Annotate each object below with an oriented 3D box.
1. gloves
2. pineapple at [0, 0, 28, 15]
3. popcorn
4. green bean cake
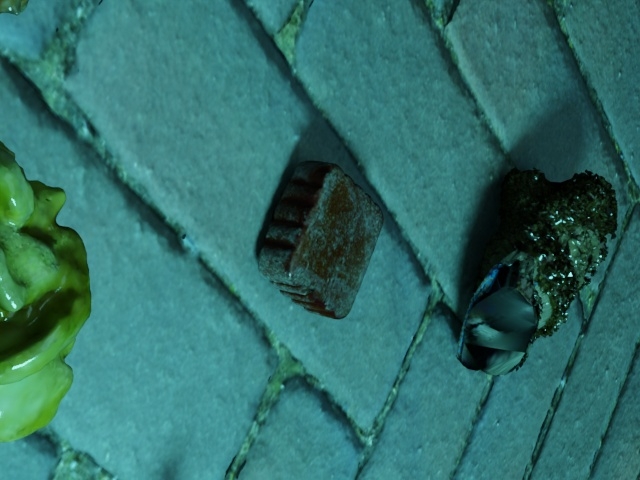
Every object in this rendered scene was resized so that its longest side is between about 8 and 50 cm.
[{"bbox_3d":[0.278,0.025,1.616,0.312,0.135,0.210,-38,128,-44],"label":"gloves"},{"bbox_3d":[-0.320,-0.141,0.725,0.361,0.175,0.175,-43,131,-29],"label":"pineapple"},{"bbox_3d":[-0.263,0.028,0.767,0.212,0.259,0.259,-26,121,-24],"label":"popcorn"},{"bbox_3d":[0.000,0.000,1.285,0.135,0.056,0.135,42,63,-51],"label":"green bean cake"}]
